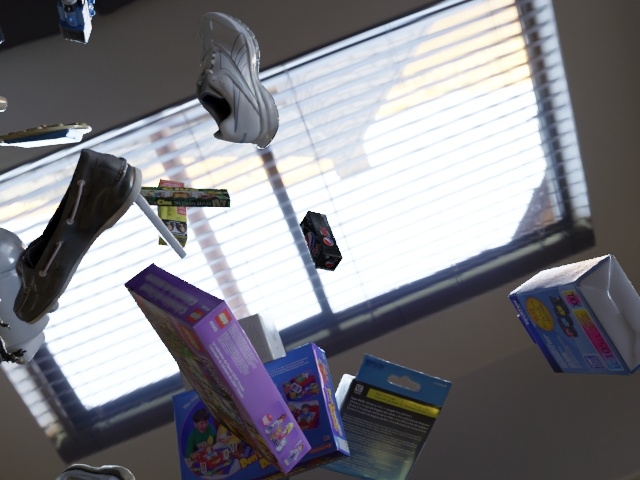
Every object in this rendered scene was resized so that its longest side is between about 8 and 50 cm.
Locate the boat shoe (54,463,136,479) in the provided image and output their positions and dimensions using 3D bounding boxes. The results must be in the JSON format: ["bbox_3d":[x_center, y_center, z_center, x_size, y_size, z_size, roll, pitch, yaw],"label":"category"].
[{"bbox_3d":[-0.542,0.578,1.525,0.302,0.113,0.103,-25,-172,37],"label":"boat shoe"}]

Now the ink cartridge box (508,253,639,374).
[{"bbox_3d":[0.688,0.213,1.827,0.151,0.270,0.395,-30,178,-15],"label":"ink cartridge box"}]

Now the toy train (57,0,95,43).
[{"bbox_3d":[-0.616,-0.584,1.697,0.080,0.105,0.184,10,160,-10],"label":"toy train"}]

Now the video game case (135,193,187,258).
[{"bbox_3d":[-0.407,-0.063,1.603,0.023,0.201,0.183,-40,-141,-11],"label":"video game case"}]

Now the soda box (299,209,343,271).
[{"bbox_3d":[0.000,0.000,1.719,0.060,0.053,0.169,12,-142,-30],"label":"soda box"}]

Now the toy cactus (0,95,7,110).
[{"bbox_3d":[-0.798,-0.317,1.511,0.112,0.219,0.180,24,-167,26],"label":"toy cactus"}]

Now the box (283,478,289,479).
[{"bbox_3d":[-0.124,0.582,1.702,0.083,0.062,0.052,18,-158,28],"label":"box"}]

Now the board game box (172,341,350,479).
[{"bbox_3d":[-0.133,0.387,1.419,0.347,0.078,0.233,-23,-122,13],"label":"board game box"}]

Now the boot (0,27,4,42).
[{"bbox_3d":[-0.717,-0.457,1.353,0.106,0.082,0.219,-30,-116,6],"label":"boot"}]

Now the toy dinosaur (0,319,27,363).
[{"bbox_3d":[-0.612,0.201,1.219,0.268,0.118,0.064,-52,171,17],"label":"toy dinosaur"}]

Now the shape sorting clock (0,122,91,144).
[{"bbox_3d":[-0.633,-0.244,1.549,0.206,0.040,0.206,-7,-175,1],"label":"shape sorting clock"}]

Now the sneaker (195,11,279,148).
[{"bbox_3d":[-0.179,-0.314,1.283,0.129,0.297,0.111,-7,157,-40],"label":"sneaker"}]

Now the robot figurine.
[{"bbox_3d":[-0.746,0.115,1.535,0.300,0.353,0.200,-6,-154,4],"label":"robot figurine"}]

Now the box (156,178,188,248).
[{"bbox_3d":[-0.459,-0.085,2.086,0.087,0.058,0.232,8,-133,-23],"label":"box"}]

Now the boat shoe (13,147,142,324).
[{"bbox_3d":[-0.399,-0.008,1.029,0.335,0.095,0.112,-46,-144,21],"label":"boat shoe"}]

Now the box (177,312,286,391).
[{"bbox_3d":[-0.166,0.204,1.250,0.170,0.091,0.130,-21,172,5],"label":"box"}]

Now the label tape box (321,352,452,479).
[{"bbox_3d":[0.160,0.464,1.790,0.249,0.348,0.115,19,-165,-8],"label":"label tape box"}]

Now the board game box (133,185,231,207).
[{"bbox_3d":[-0.379,-0.120,1.850,0.259,0.030,0.136,1,-165,-13],"label":"board game box"}]

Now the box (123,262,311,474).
[{"bbox_3d":[-0.144,0.179,0.950,0.057,0.293,0.201,-41,-145,-25],"label":"box"}]
